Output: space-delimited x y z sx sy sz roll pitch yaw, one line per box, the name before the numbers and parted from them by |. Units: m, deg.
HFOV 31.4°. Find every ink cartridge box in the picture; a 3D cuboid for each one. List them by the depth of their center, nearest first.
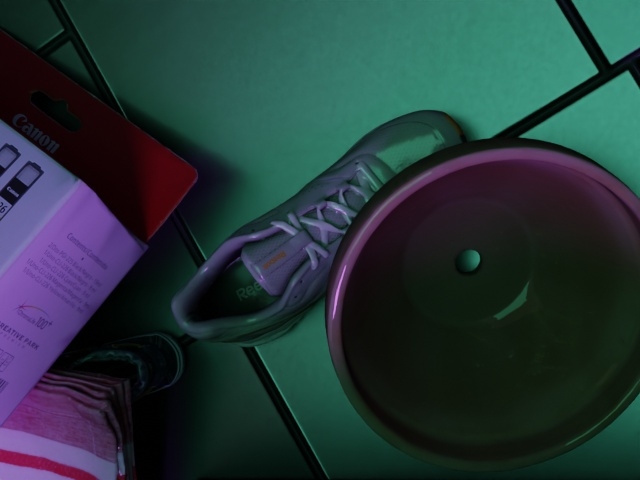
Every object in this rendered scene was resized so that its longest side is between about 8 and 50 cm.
ink cartridge box | -0.297 -0.047 0.865 0.309 0.130 0.272 34 80 24

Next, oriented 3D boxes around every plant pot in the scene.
plant pot | 0.115 0.034 0.803 0.237 0.110 0.238 -2 110 -7

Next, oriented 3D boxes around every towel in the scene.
towel | -0.258 0.245 0.940 0.237 0.037 0.329 7 112 18

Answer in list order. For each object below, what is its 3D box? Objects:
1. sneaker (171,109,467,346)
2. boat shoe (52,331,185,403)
sneaker | 0.000 0.000 0.852 0.262 0.121 0.099 -40 82 15
boat shoe | -0.207 0.121 0.941 0.183 0.083 0.065 -22 87 17
